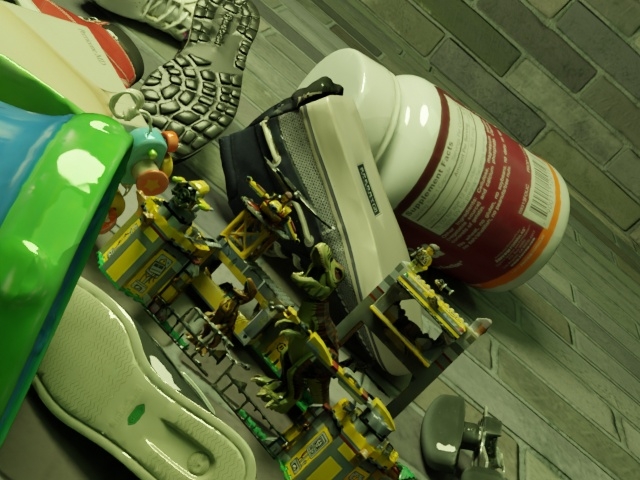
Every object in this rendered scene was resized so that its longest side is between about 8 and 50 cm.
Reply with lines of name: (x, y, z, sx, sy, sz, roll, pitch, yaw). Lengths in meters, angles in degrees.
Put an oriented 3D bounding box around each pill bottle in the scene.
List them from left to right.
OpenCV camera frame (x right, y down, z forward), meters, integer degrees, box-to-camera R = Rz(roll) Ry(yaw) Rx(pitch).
pill bottle: (0.145, -0.092, 1.108, 0.392, 0.224, 0.224, 26, 29, -30)

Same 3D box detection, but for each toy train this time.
toy train: (-0.194, -0.047, 0.655, 0.046, 0.166, 0.125, 57, 5, 29)

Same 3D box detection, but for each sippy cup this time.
sippy cup: (-0.249, 0.002, 0.421, 0.224, 0.240, 0.305, 25, 6, -13)

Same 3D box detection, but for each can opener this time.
can opener: (0.135, 0.253, 0.748, 0.093, 0.074, 0.280, 8, 23, 8)

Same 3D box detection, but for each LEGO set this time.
LEGO set: (0.000, 0.043, 0.660, 0.331, 0.192, 0.255, 47, 7, 20)

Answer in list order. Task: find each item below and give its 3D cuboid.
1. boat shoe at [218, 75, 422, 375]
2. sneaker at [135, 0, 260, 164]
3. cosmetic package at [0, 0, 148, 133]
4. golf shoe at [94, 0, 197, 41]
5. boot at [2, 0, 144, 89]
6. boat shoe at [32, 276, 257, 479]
boat shoe: (0.000, 0.000, 0.900, 0.127, 0.158, 0.341, -16, 89, -66)
sneaker: (-0.155, -0.178, 0.969, 0.107, 0.124, 0.283, 28, 53, -10)
cosmetic package: (-0.316, -0.127, 0.635, 0.309, 0.113, 0.160, 3, 45, -52)
golf shoe: (-0.208, -0.348, 1.147, 0.140, 0.115, 0.306, 50, 27, 10)
boot: (-0.307, -0.241, 0.865, 0.244, 0.088, 0.176, 41, 23, -22)
boat shoe: (-0.139, 0.114, 0.572, 0.233, 0.084, 0.079, 41, -14, 15)
